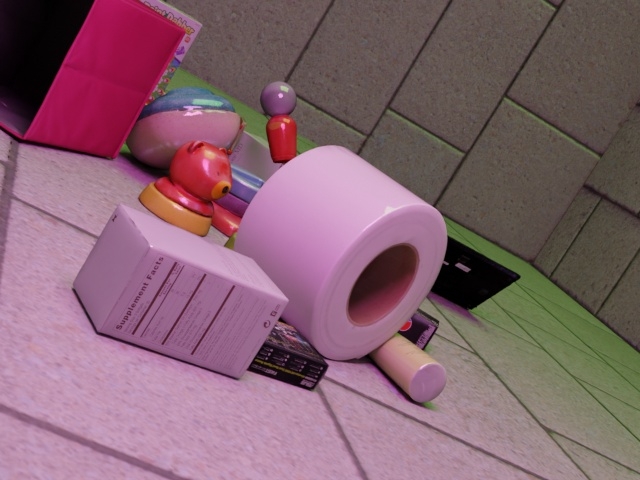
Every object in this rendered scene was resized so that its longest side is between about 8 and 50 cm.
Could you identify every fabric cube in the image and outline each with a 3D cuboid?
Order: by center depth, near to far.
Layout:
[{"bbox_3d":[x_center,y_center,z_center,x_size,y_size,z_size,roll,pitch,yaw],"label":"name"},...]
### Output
[{"bbox_3d":[-0.418,-0.308,1.622,0.254,0.259,0.258,34,10,19],"label":"fabric cube"}]

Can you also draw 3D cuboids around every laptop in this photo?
[{"bbox_3d":[0.274,0.047,2.331,0.234,0.264,0.136,27,47,-23],"label":"laptop"}]

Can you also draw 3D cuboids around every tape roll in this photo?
[{"bbox_3d":[0.028,0.016,1.394,0.169,0.246,0.246,37,11,35],"label":"tape roll"}]

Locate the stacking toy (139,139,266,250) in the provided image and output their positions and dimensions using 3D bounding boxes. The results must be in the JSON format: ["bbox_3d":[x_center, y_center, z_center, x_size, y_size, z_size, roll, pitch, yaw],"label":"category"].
[{"bbox_3d":[-0.106,-0.051,1.667,0.279,0.130,0.309,33,10,13],"label":"stacking toy"}]

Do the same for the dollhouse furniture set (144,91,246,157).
[{"bbox_3d":[-0.292,-0.241,2.043,0.259,0.135,0.262,29,10,-15],"label":"dollhouse furniture set"}]

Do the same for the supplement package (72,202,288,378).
[{"bbox_3d":[-0.145,0.054,1.074,0.179,0.105,0.105,25,12,-36],"label":"supplement package"}]

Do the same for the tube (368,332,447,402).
[{"bbox_3d":[0.091,0.149,1.484,0.240,0.062,0.070,37,-31,56],"label":"tube"}]

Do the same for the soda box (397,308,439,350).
[{"bbox_3d":[0.114,0.116,1.725,0.169,0.053,0.060,33,9,4],"label":"soda box"}]

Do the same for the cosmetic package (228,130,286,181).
[{"bbox_3d":[-0.086,-0.112,2.087,0.231,0.117,0.085,34,9,23],"label":"cosmetic package"}]

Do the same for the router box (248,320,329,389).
[{"bbox_3d":[-0.062,0.121,1.195,0.122,0.038,0.092,25,12,-37],"label":"router box"}]

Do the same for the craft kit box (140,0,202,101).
[{"bbox_3d":[-0.417,-0.419,2.235,0.250,0.246,0.061,21,13,-44],"label":"craft kit box"}]

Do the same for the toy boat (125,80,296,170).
[{"bbox_3d":[-0.187,-0.210,1.830,0.318,0.148,0.267,-3,-5,-26],"label":"toy boat"}]
